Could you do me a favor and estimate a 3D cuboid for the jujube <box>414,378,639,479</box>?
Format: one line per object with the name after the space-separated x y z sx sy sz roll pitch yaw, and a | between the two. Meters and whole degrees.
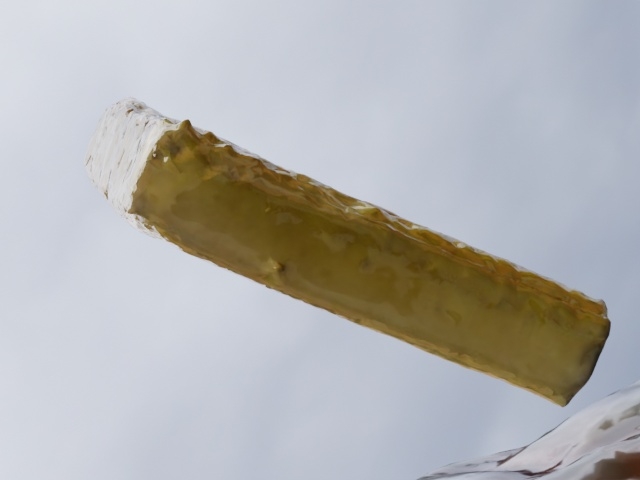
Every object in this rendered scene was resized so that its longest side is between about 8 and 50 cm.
0.102 0.128 0.363 0.308 0.215 0.246 -18 -13 -18 | jujube

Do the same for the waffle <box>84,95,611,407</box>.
0.000 0.000 0.882 0.055 0.221 0.248 -66 13 1 | waffle
